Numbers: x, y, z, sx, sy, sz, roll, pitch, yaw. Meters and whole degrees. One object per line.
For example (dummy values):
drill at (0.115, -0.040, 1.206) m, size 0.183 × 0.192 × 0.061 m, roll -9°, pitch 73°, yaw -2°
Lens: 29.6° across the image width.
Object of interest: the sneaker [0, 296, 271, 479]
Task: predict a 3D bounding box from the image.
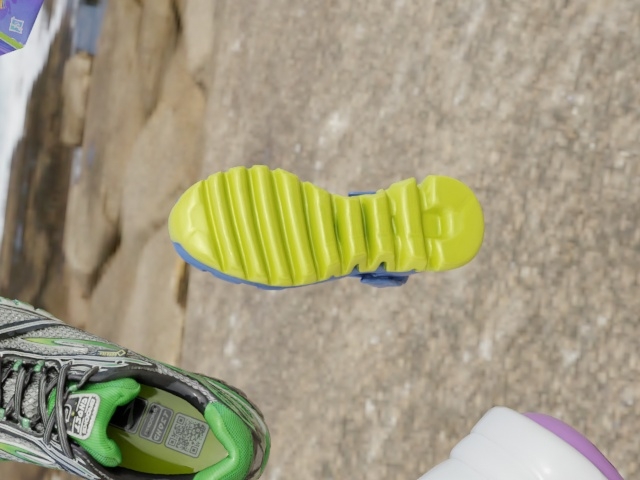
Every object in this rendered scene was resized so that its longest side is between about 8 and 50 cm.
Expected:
sneaker at (-0.203, 0.118, 0.953) m, size 0.146 × 0.343 × 0.134 m, roll 112°, pitch 170°, yaw -79°

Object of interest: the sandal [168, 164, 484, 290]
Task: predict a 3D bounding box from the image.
sandal at (0.000, 0.000, 1.238) m, size 0.138 × 0.317 × 0.126 m, roll 139°, pitch 134°, yaw -69°

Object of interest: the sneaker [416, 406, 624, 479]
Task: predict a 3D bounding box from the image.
sneaker at (0.093, 0.218, 0.468) m, size 0.305 × 0.152 × 0.114 m, roll 61°, pitch 164°, yaw -13°

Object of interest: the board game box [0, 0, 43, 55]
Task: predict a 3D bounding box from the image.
board game box at (-0.441, -0.264, 1.037) m, size 0.233 × 0.347 × 0.078 m, roll -6°, pitch 61°, yaw 48°
